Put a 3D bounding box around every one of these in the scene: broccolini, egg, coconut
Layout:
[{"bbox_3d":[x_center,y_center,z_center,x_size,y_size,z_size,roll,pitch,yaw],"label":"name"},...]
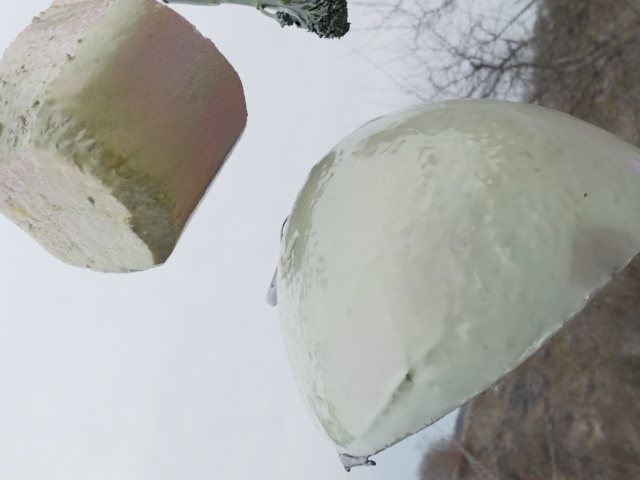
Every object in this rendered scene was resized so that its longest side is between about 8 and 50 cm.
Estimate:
[{"bbox_3d":[-0.126,-0.386,1.350,0.074,0.392,0.079,-33,-52,-51],"label":"broccolini"},{"bbox_3d":[0.082,-0.004,0.625,0.337,0.201,0.337,-43,1,1],"label":"egg"},{"bbox_3d":[-0.244,-0.147,0.957,0.297,0.297,0.310,85,-159,-53],"label":"coconut"}]

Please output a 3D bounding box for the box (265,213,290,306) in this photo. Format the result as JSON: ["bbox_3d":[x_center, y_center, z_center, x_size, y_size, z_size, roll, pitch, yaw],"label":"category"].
[{"bbox_3d":[0.000,0.000,1.261,0.162,0.130,0.227,122,169,-62],"label":"box"}]
